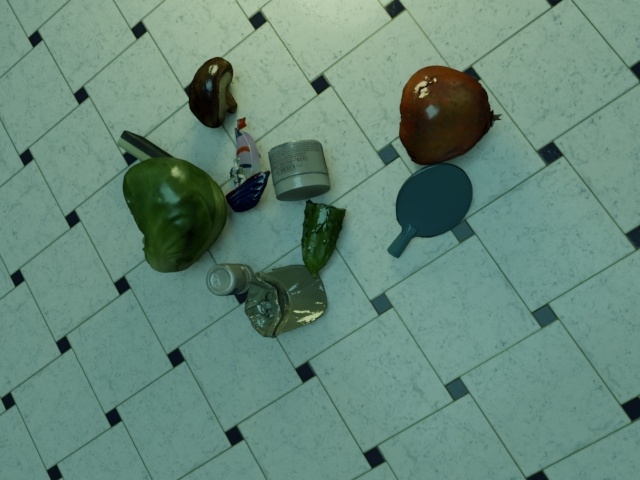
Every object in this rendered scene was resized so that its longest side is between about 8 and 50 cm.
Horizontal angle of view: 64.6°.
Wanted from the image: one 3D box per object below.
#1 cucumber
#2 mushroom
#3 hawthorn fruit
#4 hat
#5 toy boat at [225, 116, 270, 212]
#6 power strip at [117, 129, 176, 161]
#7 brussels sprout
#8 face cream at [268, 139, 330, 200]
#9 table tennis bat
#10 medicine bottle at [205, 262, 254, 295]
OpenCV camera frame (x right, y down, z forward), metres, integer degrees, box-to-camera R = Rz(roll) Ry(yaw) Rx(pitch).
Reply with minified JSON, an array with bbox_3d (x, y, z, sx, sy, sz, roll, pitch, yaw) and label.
[{"bbox_3d":[-0.003,-0.001,1.588,0.134,0.134,0.244,11,94,16],"label":"cucumber"},{"bbox_3d":[-0.365,-0.494,1.672,0.138,0.194,0.231,8,78,15],"label":"mushroom"},{"bbox_3d":[0.371,-0.356,1.441,0.307,0.276,0.276,-3,86,-1],"label":"hawthorn fruit"},{"bbox_3d":[-0.116,0.199,1.634,0.245,0.149,0.214,-8,77,-22],"label":"hat"},{"bbox_3d":[-0.233,-0.246,1.657,0.219,0.072,0.318,9,89,46],"label":"toy boat"},{"bbox_3d":[-0.579,-0.290,1.763,0.257,0.105,0.070,32,97,15],"label":"power strip"},{"bbox_3d":[-0.461,-0.083,1.616,0.315,0.276,0.371,-4,112,1],"label":"brussels sprout"},{"bbox_3d":[-0.067,-0.218,1.582,0.177,0.177,0.153,-14,82,14],"label":"face cream"},{"bbox_3d":[0.309,-0.083,1.500,0.215,0.044,0.329,28,114,-16],"label":"table tennis bat"},{"bbox_3d":[-0.288,0.125,1.628,0.105,0.168,0.105,-1,87,15],"label":"medicine bottle"}]
